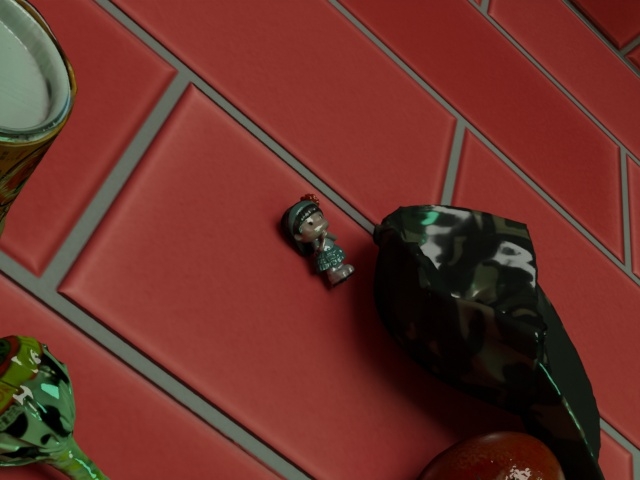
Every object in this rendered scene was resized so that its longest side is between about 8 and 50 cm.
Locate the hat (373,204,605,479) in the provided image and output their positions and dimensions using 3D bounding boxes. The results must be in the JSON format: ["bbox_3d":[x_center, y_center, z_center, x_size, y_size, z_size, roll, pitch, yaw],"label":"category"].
[{"bbox_3d":[0.197,0.157,1.162,0.366,0.257,0.382,-44,131,-71],"label":"hat"}]

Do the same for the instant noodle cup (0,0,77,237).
[{"bbox_3d":[-0.302,-0.099,0.777,0.215,0.172,0.216,31,38,-29],"label":"instant noodle cup"}]

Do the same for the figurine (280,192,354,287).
[{"bbox_3d":[0.000,0.000,1.135,0.060,0.047,0.106,-35,91,-39],"label":"figurine"}]

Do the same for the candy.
[{"bbox_3d":[-0.159,0.192,0.777,0.305,0.083,0.091,48,39,-18],"label":"candy"}]

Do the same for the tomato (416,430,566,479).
[{"bbox_3d":[0.168,0.264,1.004,0.167,0.167,0.167,29,40,-28],"label":"tomato"}]
